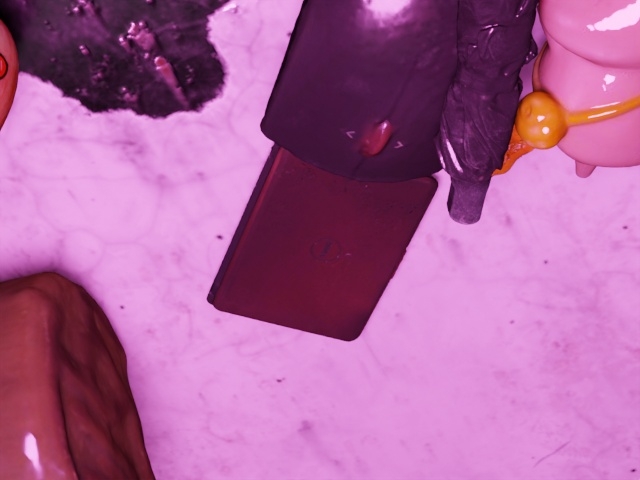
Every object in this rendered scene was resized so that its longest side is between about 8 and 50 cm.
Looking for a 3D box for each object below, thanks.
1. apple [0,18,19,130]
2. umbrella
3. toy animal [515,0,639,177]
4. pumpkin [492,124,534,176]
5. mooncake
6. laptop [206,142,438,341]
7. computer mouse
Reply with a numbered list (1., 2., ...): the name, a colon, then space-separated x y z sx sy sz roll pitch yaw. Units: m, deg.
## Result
1. apple: -0.310 -0.120 1.207 0.146 0.131 0.146 -4 158 -2
2. umbrella: 0.121 -0.109 1.178 0.066 0.059 0.236 3 132 -5
3. toy animal: 0.232 -0.150 1.201 0.149 0.165 0.248 19 142 7
4. pumpkin: 0.153 -0.089 1.326 0.050 0.028 0.083 28 131 -21
5. mooncake: -0.248 0.169 1.357 0.155 0.284 0.284 -15 128 7
6. laptop: 0.000 0.000 1.397 0.153 0.026 0.207 14 128 -15
7. computer mouse: 0.063 -0.157 1.223 0.170 0.100 0.269 14 127 -10
